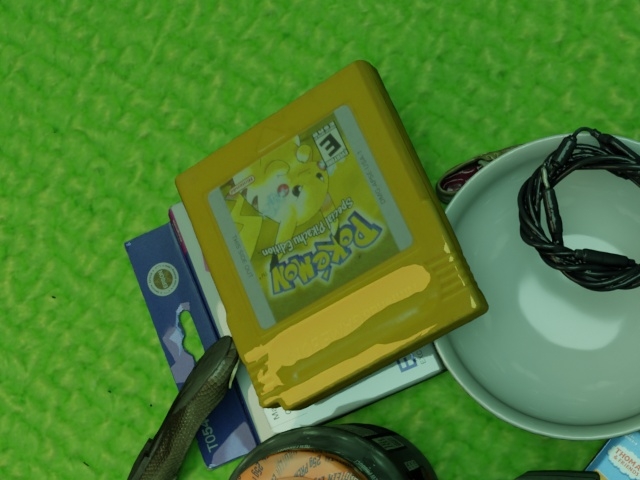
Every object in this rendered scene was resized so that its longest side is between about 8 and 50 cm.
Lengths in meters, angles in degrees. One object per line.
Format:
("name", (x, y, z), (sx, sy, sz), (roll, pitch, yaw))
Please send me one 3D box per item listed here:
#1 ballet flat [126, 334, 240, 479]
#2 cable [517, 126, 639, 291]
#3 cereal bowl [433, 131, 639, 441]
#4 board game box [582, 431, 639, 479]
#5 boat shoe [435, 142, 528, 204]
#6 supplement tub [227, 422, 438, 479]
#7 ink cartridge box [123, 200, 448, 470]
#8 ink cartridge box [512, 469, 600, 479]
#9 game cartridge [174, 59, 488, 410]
("ballet flat", (-0.156, 0.219, 1.325), (0.058, 0.084, 0.249), (30, 109, -11))
("cable", (0.299, -0.022, 1.150), (0.184, 0.047, 0.150), (43, 92, 14))
("cereal bowl", (0.291, 0.056, 1.236), (0.339, 0.141, 0.338), (-2, 81, 13))
("board game box", (0.342, 0.333, 1.234), (0.160, 0.039, 0.211), (39, 92, 16))
("boat shoe", (0.203, -0.081, 1.325), (0.135, 0.045, 0.050), (-25, 77, 8))
("supplement tub", (0.014, 0.298, 1.158), (0.207, 0.338, 0.207), (-2, 82, 13))
("ink cartridge box", (-0.057, 0.076, 1.349), (0.330, 0.071, 0.324), (-25, 77, 7))
("ink cartridge box", (0.246, 0.318, 1.130), (0.087, 0.208, 0.153), (-1, 80, 15))
("game cartridge", (0.000, 0.000, 1.245), (0.285, 0.053, 0.323), (-31, 67, 19))
